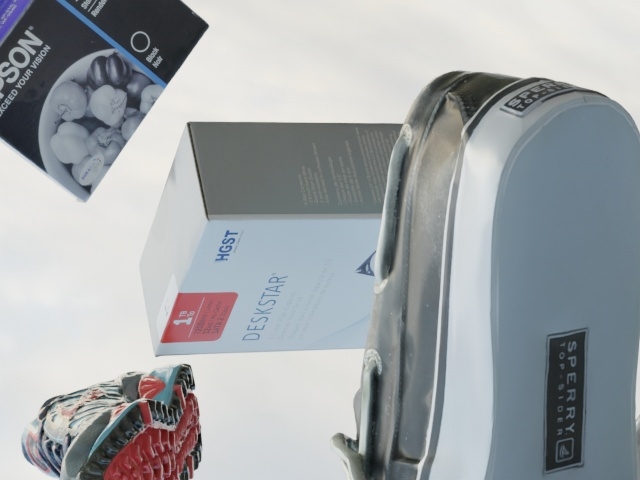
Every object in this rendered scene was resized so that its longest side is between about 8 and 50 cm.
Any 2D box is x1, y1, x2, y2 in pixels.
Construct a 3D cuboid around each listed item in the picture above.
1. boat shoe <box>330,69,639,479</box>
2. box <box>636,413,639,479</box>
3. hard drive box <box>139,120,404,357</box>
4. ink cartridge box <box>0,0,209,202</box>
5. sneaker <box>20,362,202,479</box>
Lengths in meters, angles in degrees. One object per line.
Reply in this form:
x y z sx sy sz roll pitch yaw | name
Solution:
0.057 0.083 0.729 0.113 0.306 0.105 -9 -164 -33 | boat shoe
0.153 0.209 0.784 0.051 0.220 0.175 8 -147 -38 | box
0.000 0.000 1.305 0.232 0.181 0.089 -1 -124 -19 | hard drive box
-0.234 -0.176 1.581 0.208 0.206 0.045 38 168 -23 | ink cartridge box
-0.166 0.165 1.327 0.125 0.104 0.262 -8 -175 7 | sneaker
